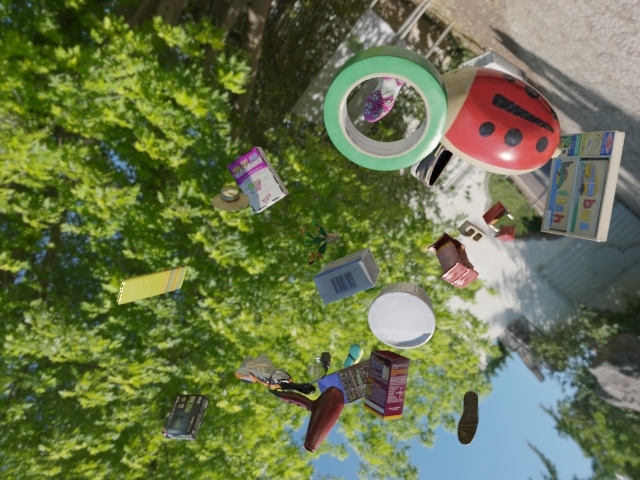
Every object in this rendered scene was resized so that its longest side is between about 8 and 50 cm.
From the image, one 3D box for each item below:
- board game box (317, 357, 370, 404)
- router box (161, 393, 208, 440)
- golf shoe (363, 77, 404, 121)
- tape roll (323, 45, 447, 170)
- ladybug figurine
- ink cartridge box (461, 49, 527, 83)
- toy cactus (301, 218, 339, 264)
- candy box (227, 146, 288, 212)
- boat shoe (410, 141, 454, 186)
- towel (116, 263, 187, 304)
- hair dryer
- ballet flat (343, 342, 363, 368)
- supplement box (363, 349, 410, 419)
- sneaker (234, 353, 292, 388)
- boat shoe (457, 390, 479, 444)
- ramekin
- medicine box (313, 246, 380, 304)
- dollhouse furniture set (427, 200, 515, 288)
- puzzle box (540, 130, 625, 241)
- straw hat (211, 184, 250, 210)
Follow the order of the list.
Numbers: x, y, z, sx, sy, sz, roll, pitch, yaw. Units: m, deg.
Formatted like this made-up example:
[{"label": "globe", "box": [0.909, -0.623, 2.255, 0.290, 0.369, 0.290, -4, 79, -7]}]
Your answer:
[{"label": "board game box", "box": [0.169, 0.634, 2.112, 0.290, 0.232, 0.141, -12, -107, -31]}, {"label": "router box", "box": [-0.385, 0.504, 1.334, 0.123, 0.092, 0.038, -78, -22, -45]}, {"label": "golf shoe", "box": [0.300, -0.668, 2.078, 0.115, 0.306, 0.140, 36, -149, -2]}, {"label": "tape roll", "box": [0.171, -0.340, 1.231, 0.321, 0.321, 0.077, 35, -139, -15]}, {"label": "ladybug figurine", "box": [0.537, -0.371, 1.405, 0.449, 0.305, 0.162, 23, 172, -3]}, {"label": "ink cartridge box", "box": [0.685, -0.681, 1.983, 0.296, 0.261, 0.066, 5, -102, -42]}, {"label": "toy cactus", "box": [0.000, 0.000, 2.210, 0.180, 0.219, 0.112, -10, -171, -26]}, {"label": "candy box", "box": [-0.263, -0.255, 1.966, 0.234, 0.159, 0.071, 59, -164, -2]}, {"label": "boat shoe", "box": [0.459, -0.344, 1.699, 0.116, 0.324, 0.097, 0, -137, -46]}, {"label": "towel", "box": [-0.546, 0.139, 1.521, 0.021, 0.102, 0.237, 38, -152, 26]}, {"label": "hair dryer", "box": [-0.034, 0.493, 1.402, 0.080, 0.223, 0.294, 59, -171, -37]}, {"label": "ballet flat", "box": [0.186, 0.606, 2.465, 0.077, 0.231, 0.077, -18, -128, -38]}, {"label": "supplement box", "box": [0.207, 0.451, 1.467, 0.080, 0.188, 0.104, 7, -179, -34]}, {"label": "sneaker", "box": [-0.222, 0.517, 1.884, 0.121, 0.262, 0.099, -66, -34, -35]}, {"label": "boat shoe", "box": [0.625, 0.748, 1.946, 0.073, 0.080, 0.224, 55, -136, -42]}, {"label": "ramekin", "box": [0.333, 0.293, 1.889, 0.272, 0.273, 0.127, 40, -150, -3]}, {"label": "medicine box", "box": [0.135, 0.170, 2.294, 0.149, 0.263, 0.289, 65, -164, -5]}, {"label": "dollhouse furniture set", "box": [0.667, 0.008, 2.024, 0.152, 0.374, 0.201, 26, -148, -27]}, {"label": "puzzle box", "box": [1.017, -0.215, 1.825, 0.052, 0.410, 0.272, 3, -173, -21]}, {"label": "straw hat", "box": [-0.335, -0.171, 1.722, 0.144, 0.061, 0.145, 0, -144, 0]}]
